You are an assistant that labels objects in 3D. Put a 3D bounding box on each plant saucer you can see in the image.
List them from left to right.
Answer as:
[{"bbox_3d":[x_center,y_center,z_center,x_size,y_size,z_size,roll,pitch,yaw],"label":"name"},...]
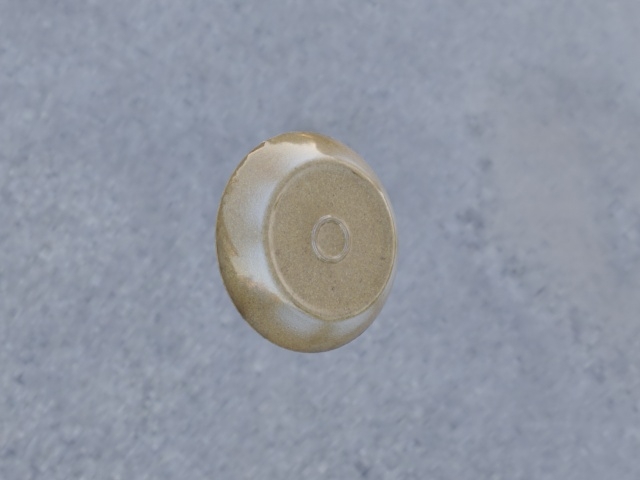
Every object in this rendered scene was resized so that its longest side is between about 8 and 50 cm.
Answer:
[{"bbox_3d":[0.000,0.000,0.559,0.083,0.015,0.083,3,84,-35],"label":"plant saucer"}]
